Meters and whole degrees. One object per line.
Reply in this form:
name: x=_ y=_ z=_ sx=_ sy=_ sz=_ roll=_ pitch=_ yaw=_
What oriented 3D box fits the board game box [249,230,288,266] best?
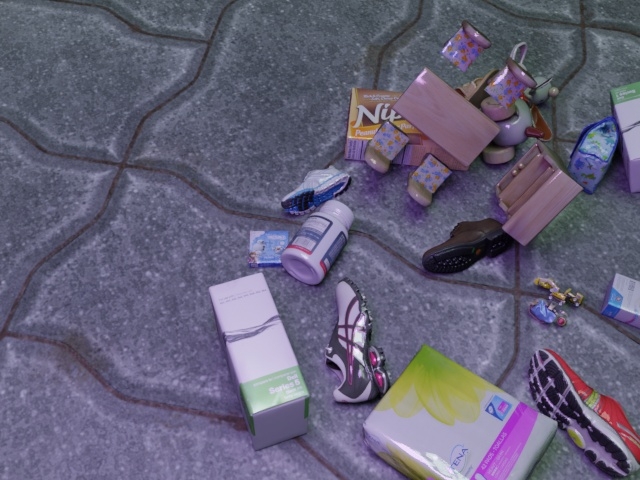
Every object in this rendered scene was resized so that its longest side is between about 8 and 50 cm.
board game box: x=-0.117 y=0.019 z=1.576 sx=0.090 sy=0.020 sz=0.090 roll=-1 pitch=54 yaw=-2

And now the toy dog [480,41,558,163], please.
toy dog: x=0.532 y=-0.327 z=1.743 sx=0.161 sy=0.220 sz=0.334 roll=16 pitch=63 yaw=36

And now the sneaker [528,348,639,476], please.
sneaker: x=0.523 y=0.329 z=1.355 sx=0.118 sy=0.107 sz=0.279 roll=-16 pitch=59 yaw=-35

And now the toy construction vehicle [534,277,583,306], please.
toy construction vehicle: x=0.522 y=0.108 z=1.505 sx=0.098 sy=0.035 sz=0.086 roll=35 pitch=24 yaw=28

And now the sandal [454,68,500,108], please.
sandal: x=0.363 y=-0.358 z=1.712 sx=0.079 sy=0.088 sz=0.240 roll=22 pitch=57 yaw=26

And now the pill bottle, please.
pill bottle: x=0.000 y=0.000 z=1.540 sx=0.108 sy=0.108 sz=0.180 roll=26 pitch=58 yaw=15

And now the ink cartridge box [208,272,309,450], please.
ink cartridge box: x=-0.118 y=0.230 z=1.322 sx=0.114 sy=0.198 sz=0.273 roll=-16 pitch=58 yaw=-13

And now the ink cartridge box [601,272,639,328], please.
ink cartridge box: x=0.688 y=0.138 z=1.502 sx=0.122 sy=0.052 sz=0.088 roll=21 pitch=58 yaw=14

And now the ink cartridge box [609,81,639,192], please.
ink cartridge box: x=0.781 y=-0.250 z=1.687 sx=0.092 sy=0.160 sz=0.219 roll=-12 pitch=58 yaw=20

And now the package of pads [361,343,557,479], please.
package of pads: x=0.251 y=0.363 z=1.286 sx=0.296 sy=0.101 sz=0.229 roll=29 pitch=58 yaw=27

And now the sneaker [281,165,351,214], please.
sneaker: x=-0.023 y=-0.126 z=1.659 sx=0.190 sy=0.071 sz=0.083 roll=-26 pitch=53 yaw=-28

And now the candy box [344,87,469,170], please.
candy box: x=0.225 y=-0.285 z=1.756 sx=0.316 sy=0.088 sz=0.183 roll=5 pitch=54 yaw=2

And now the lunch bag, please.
lunch bag: x=0.674 y=-0.217 z=1.700 sx=0.096 sy=0.129 sz=0.151 roll=29 pitch=61 yaw=17

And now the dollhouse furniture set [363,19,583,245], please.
dollhouse furniture set: x=0.345 y=-0.208 z=1.515 sx=0.394 sy=0.362 sz=0.256 roll=37 pitch=23 yaw=-8

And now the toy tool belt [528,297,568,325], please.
toy tool belt: x=0.488 y=0.156 z=1.479 sx=0.083 sy=0.051 sz=0.052 roll=35 pitch=98 yaw=22

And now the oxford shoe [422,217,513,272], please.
oxford shoe: x=0.320 y=0.009 z=1.571 sx=0.227 sy=0.083 sz=0.096 roll=-18 pitch=45 yaw=-20

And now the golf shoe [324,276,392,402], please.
golf shoe: x=0.057 y=0.199 z=1.412 sx=0.120 sy=0.105 sz=0.273 roll=-14 pitch=56 yaw=-3
